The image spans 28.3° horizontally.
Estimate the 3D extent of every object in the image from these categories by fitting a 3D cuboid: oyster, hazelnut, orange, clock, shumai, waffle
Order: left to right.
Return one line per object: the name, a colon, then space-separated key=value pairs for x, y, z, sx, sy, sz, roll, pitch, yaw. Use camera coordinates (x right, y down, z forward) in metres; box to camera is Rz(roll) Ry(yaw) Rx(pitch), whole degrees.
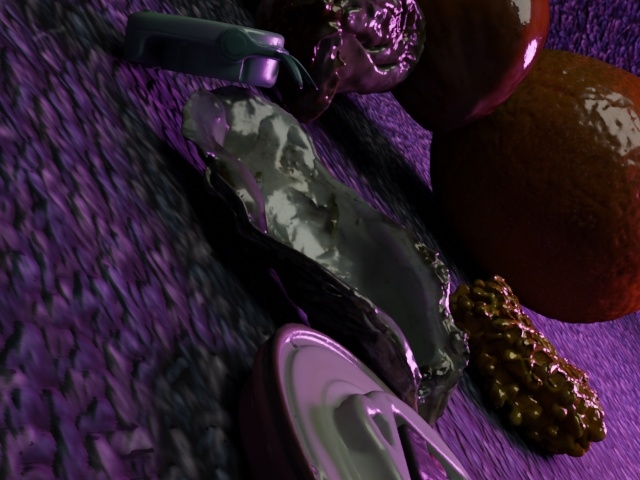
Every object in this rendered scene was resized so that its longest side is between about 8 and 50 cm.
clock: x=-0.070 y=-0.136 z=0.922 sx=0.135 sy=0.041 sz=0.101 roll=12 pitch=6 yaw=12
oyster: x=0.002 y=-0.002 z=0.862 sx=0.252 sy=0.087 sz=0.199 roll=39 pitch=26 yaw=-17
shumai: x=0.015 y=-0.188 z=1.270 sx=0.184 sy=0.184 sz=0.142 roll=41 pitch=52 yaw=-38
clock: x=0.048 y=0.148 z=0.690 sx=0.244 sy=0.056 sz=0.244 roll=47 pitch=14 yaw=-16
hazelnut: x=0.146 y=-0.230 z=1.391 sx=0.186 sy=0.210 sz=0.210 roll=52 pitch=13 yaw=-6
waffle: x=0.199 y=0.118 z=1.226 sx=0.193 sy=0.070 sz=0.197 roll=42 pitch=17 yaw=-31
orange: x=0.297 y=-0.075 z=1.563 sx=0.357 sy=0.322 sz=0.322 roll=38 pitch=16 yaw=-12
